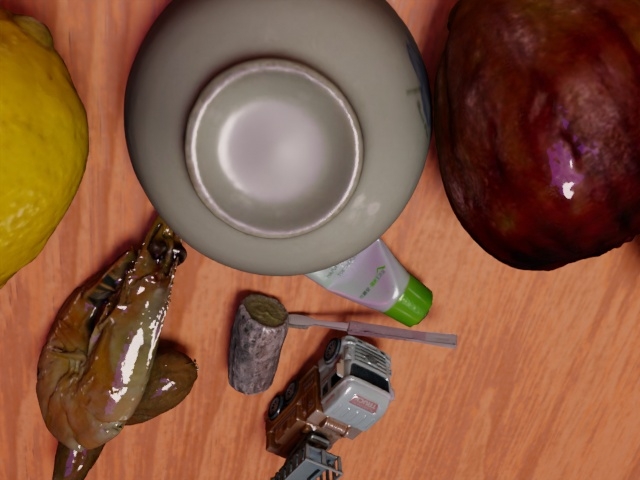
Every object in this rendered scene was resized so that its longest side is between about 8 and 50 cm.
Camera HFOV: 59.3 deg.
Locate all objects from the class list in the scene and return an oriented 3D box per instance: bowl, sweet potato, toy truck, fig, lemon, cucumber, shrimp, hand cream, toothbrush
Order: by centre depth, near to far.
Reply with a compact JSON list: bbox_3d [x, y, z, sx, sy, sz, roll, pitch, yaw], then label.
[{"bbox_3d":[-0.310,-0.062,0.423,0.288,0.233,0.233,-43,112,10],"label":"lemon"},{"bbox_3d":[-0.034,-0.086,0.465,0.288,0.146,0.290,-1,109,-3],"label":"bowl"},{"bbox_3d":[0.200,-0.093,0.471,0.223,0.224,0.263,-29,113,8],"label":"fig"},{"bbox_3d":[-0.214,0.084,0.578,0.061,0.145,0.267,12,107,-60],"label":"shrimp"},{"bbox_3d":[0.000,-0.001,0.590,0.275,0.050,0.079,34,81,-14],"label":"hand cream"},{"bbox_3d":[0.052,0.100,0.621,0.194,0.014,0.017,4,146,13],"label":"toothbrush"},{"bbox_3d":[-0.073,0.119,0.625,0.064,0.064,0.112,11,117,-10],"label":"cucumber"},{"bbox_3d":[0.008,0.201,0.633,0.080,0.115,0.178,29,118,-18],"label":"toy truck"},{"bbox_3d":[-0.234,0.195,0.638,0.233,0.081,0.062,-41,140,11],"label":"sweet potato"}]
